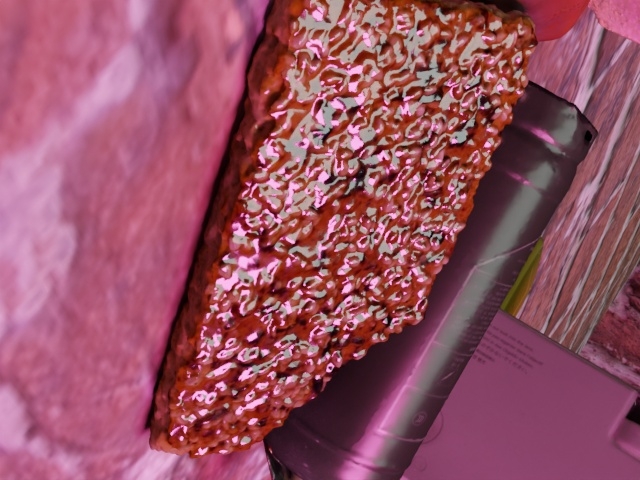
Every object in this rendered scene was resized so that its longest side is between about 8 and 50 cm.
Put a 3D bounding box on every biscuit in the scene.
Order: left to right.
[{"bbox_3d":[0.008,0.004,0.388,0.131,0.026,0.236,2,121,-33],"label":"biscuit"}]

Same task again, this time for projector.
[{"bbox_3d":[0.179,0.186,0.761,0.192,0.257,0.099,-51,158,-20],"label":"projector"}]

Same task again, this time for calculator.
[{"bbox_3d":[0.191,0.093,0.972,0.236,0.033,0.157,-53,157,-20],"label":"calculator"}]

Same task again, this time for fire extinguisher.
[{"bbox_3d":[0.042,0.051,0.493,0.311,0.095,0.114,-61,-168,9],"label":"fire extinguisher"}]

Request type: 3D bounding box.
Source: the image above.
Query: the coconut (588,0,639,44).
[{"bbox_3d":[0.281,-0.198,0.616,0.147,0.153,0.147,-48,159,-26],"label":"coconut"}]

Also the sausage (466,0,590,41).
[{"bbox_3d":[0.088,-0.133,0.388,0.076,0.076,0.141,-60,158,2],"label":"sausage"}]
